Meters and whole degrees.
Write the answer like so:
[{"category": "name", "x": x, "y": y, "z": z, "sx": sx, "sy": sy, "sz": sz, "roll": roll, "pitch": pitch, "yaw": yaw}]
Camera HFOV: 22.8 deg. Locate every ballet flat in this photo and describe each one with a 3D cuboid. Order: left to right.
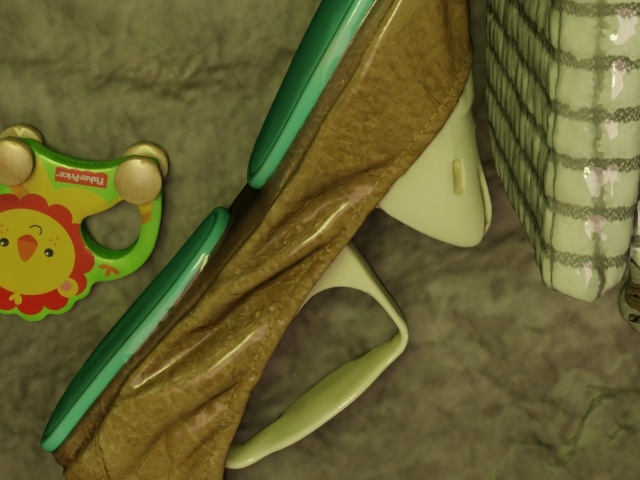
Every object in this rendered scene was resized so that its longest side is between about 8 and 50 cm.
[{"category": "ballet flat", "x": 0.000, "y": 0.000, "z": 0.739, "sx": 0.124, "sy": 0.116, "sz": 0.342, "roll": 30, "pitch": 105, "yaw": -11}]

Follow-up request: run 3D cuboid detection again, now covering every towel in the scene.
[{"category": "towel", "x": 0.134, "y": -0.127, "z": 0.617, "sx": 0.121, "sy": 0.284, "sz": 0.235, "roll": -1, "pitch": 106, "yaw": 1}]

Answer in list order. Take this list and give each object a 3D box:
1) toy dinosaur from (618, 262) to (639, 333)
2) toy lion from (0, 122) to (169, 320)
[{"category": "toy dinosaur", "x": 0.303, "y": 0.057, "z": 0.747, "sx": 0.313, "sy": 0.121, "sz": 0.160, "roll": -5, "pitch": 110, "yaw": 5}, {"category": "toy lion", "x": -0.129, "y": -0.005, "z": 0.781, "sx": 0.100, "sy": 0.034, "sz": 0.096, "roll": 8, "pitch": 111, "yaw": -2}]
